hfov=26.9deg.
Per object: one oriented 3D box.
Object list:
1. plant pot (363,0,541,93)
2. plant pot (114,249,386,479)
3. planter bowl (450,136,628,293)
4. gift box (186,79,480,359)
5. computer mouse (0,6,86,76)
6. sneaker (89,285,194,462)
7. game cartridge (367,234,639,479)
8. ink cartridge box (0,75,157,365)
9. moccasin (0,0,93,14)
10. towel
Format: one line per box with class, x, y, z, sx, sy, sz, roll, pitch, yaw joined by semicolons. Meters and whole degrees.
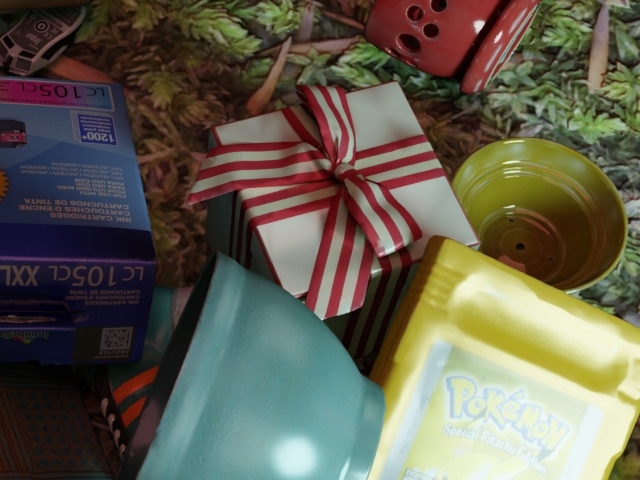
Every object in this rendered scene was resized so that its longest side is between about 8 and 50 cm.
plant pot;0.173;-0.293;1.706;0.174;0.191;0.191;34;61;8
plant pot;-0.061;0.180;1.225;0.196;0.293;0.293;23;59;-7
planter bowl;0.250;-0.011;1.606;0.217;0.090;0.217;4;59;-6
gift box;0.000;0.000;1.466;0.276;0.258;0.255;-20;64;-20
computer mouse;-0.366;-0.234;1.677;0.106;0.042;0.193;35;67;18
sneaker;-0.186;0.190;1.426;0.121;0.108;0.302;-2;60;4
game cartridge;0.174;0.195;1.364;0.285;0.053;0.323;24;89;-18
ink cartridge box;-0.323;-0.010;1.398;0.270;0.151;0.395;1;40;-17
moccasin;-0.460;-0.334;1.637;0.380;0.147;0.139;-4;55;6
towel;-0.321;0.222;1.305;0.271;0.040;0.370;11;35;-41
